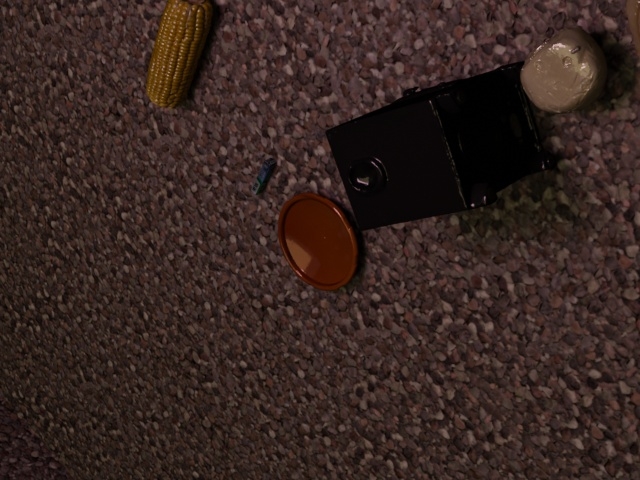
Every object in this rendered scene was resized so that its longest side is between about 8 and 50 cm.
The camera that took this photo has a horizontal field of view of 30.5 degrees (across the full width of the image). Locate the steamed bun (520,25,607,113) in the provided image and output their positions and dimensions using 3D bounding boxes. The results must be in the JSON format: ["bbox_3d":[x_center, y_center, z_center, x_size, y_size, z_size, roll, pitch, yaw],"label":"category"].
[{"bbox_3d":[0.357,-0.242,1.688,0.112,0.091,0.130,52,133,7],"label":"steamed bun"}]

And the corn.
[{"bbox_3d":[-0.270,-0.362,2.227,0.093,0.093,0.244,42,133,22],"label":"corn"}]

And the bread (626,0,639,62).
[{"bbox_3d":[0.479,-0.286,1.516,0.134,0.141,0.148,-33,84,45],"label":"bread"}]

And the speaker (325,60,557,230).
[{"bbox_3d":[0.184,-0.147,1.795,0.254,0.232,0.184,-11,102,46],"label":"speaker"}]

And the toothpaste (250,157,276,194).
[{"bbox_3d":[-0.108,-0.122,2.237,0.017,0.020,0.083,42,133,16],"label":"toothpaste"}]

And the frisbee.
[{"bbox_3d":[0.000,0.000,2.179,0.192,0.035,0.192,20,122,35],"label":"frisbee"}]
